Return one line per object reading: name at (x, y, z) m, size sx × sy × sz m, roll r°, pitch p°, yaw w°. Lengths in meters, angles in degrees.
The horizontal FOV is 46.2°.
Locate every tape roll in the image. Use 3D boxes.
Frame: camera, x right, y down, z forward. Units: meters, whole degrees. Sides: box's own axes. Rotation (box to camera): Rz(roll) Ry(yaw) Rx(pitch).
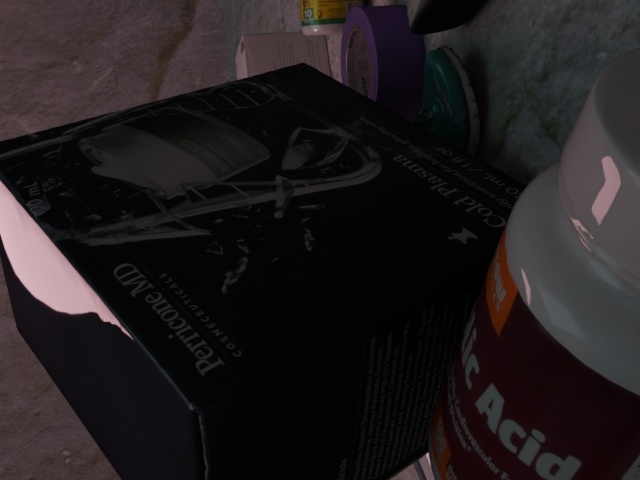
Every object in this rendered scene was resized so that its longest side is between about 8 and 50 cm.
tape roll at (0.096, -0.276, 1.197) m, size 0.189 × 0.080 × 0.189 m, roll 174°, pitch 90°, yaw -76°

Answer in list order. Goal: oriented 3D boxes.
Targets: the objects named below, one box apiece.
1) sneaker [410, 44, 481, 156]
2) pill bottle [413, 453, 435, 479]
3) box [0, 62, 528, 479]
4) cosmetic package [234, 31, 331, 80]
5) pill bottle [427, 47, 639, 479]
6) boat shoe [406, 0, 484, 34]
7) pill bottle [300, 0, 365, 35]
sneaker at (0.145, -0.122, 1.013) m, size 0.107 × 0.110 × 0.275 m, roll -117°, pitch 25°, yaw -54°
pill bottle at (0.193, 0.326, 1.039) m, size 0.180 × 0.108 × 0.108 m, roll -112°, pitch 20°, yaw -47°
box at (-0.063, 0.045, 0.886) m, size 0.480 × 0.471 × 0.297 m, roll 37°, pitch 138°, yaw 37°
cosmetic package at (-0.085, -0.363, 1.660) m, size 0.151 × 0.183 × 0.151 m, roll 151°, pitch 112°, yaw -76°
pill bottle at (0.224, 0.074, 0.553) m, size 0.392 × 0.224 × 0.224 m, roll 98°, pitch 160°, yaw -46°
boat shoe at (0.160, -0.345, 0.841) m, size 0.320 × 0.118 × 0.103 m, roll 116°, pitch 141°, yaw -77°
pill bottle at (0.019, -0.473, 1.331) m, size 0.117 × 0.117 × 0.208 m, roll -138°, pitch 42°, yaw -69°
